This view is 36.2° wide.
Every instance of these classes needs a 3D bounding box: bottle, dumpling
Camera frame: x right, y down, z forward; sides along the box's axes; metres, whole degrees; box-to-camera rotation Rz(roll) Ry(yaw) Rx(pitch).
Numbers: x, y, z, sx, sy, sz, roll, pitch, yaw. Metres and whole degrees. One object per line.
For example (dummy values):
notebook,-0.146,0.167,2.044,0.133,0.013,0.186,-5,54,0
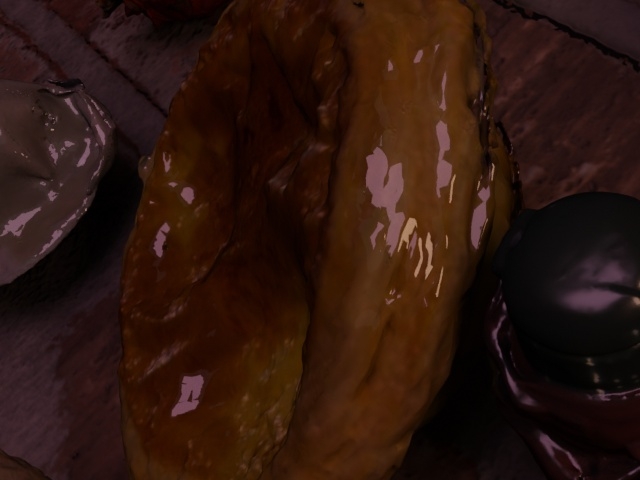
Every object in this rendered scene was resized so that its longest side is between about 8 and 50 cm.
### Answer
bottle,0.170,0.078,0.535,0.156,0.271,0.143,25,74,36
dumpling,-0.315,-0.055,0.970,0.292,0.163,0.205,-9,91,21

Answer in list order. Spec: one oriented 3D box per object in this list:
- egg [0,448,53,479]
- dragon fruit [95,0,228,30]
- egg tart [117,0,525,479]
egg,-0.259,0.291,0.634,0.279,0.279,0.310,5,65,30
dragon fruit,-0.150,-0.317,1.020,0.209,0.172,0.172,-42,50,-16
egg tart,0.000,0.000,0.688,0.443,0.178,0.443,-35,48,51
